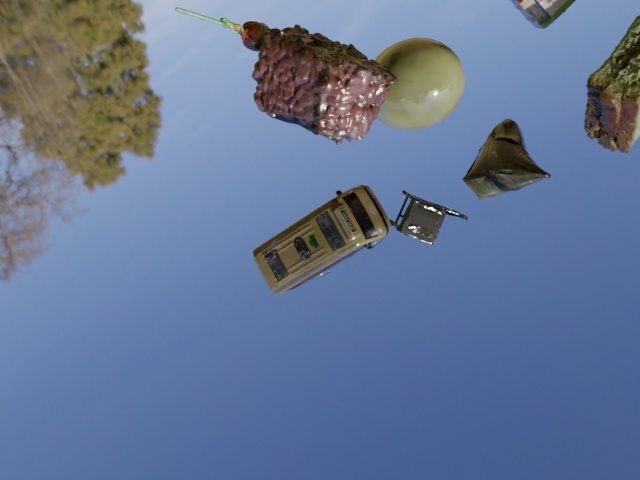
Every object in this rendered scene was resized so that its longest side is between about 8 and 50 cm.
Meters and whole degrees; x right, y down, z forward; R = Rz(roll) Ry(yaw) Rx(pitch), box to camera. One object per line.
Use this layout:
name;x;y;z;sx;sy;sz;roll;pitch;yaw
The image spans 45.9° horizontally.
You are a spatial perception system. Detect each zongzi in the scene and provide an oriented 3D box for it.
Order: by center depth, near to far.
zongzi;0.479;-0.215;1.819;0.242;0.112;0.221;-13;-136;56

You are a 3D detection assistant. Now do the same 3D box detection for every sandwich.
sandwich;0.716;-0.378;1.648;0.131;0.262;0.325;39;-93;26

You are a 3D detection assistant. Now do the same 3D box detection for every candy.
candy;-0.186;-0.415;1.458;0.201;0.060;0.060;12;-160;-30

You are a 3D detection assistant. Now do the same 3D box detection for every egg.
egg;0.189;-0.322;1.567;0.241;0.186;0.186;-4;-146;51

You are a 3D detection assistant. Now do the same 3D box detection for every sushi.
sushi;0.007;-0.300;1.468;0.270;0.171;0.236;33;-154;29

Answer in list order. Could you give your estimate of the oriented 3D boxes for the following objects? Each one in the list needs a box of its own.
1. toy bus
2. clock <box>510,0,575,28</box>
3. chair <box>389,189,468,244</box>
toy bus;0.000;0.000;1.632;0.289;0.139;0.157;-30;176;33
clock;0.479;-0.671;1.700;0.235;0.309;0.166;-45;-168;15
chair;0.274;-0.051;1.933;0.106;0.113;0.229;19;-171;-18
